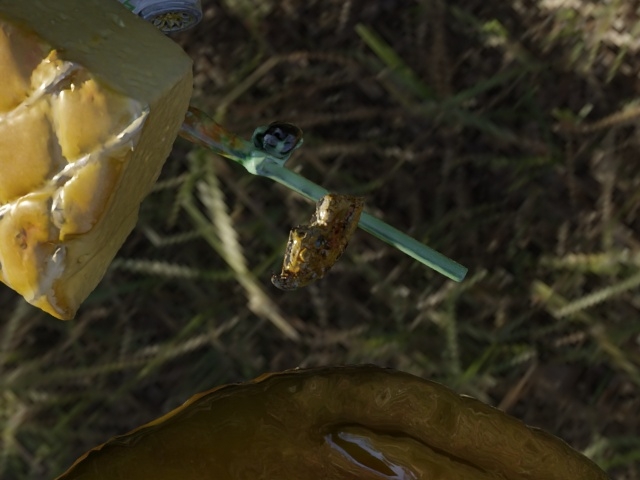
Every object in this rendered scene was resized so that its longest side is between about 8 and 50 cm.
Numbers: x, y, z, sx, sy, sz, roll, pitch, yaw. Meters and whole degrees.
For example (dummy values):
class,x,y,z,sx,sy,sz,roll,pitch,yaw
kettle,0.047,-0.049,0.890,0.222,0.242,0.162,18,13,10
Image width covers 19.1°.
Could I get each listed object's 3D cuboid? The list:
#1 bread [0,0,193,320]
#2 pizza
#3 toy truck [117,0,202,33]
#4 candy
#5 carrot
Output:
class,x,y,z,sx,sy,sz,roll,pitch,yaw
bread,-0.149,-0.069,0.782,0.188,0.068,0.125,36,130,10
pizza,0.000,0.000,1.036,0.016,0.083,0.037,10,132,38
toy truck,-0.111,-0.307,1.611,0.367,0.175,0.146,-32,60,49
candy,-0.039,-0.047,1.156,0.287,0.084,0.078,30,123,3
carrot,0.009,0.178,0.609,0.241,0.241,0.341,37,165,6
